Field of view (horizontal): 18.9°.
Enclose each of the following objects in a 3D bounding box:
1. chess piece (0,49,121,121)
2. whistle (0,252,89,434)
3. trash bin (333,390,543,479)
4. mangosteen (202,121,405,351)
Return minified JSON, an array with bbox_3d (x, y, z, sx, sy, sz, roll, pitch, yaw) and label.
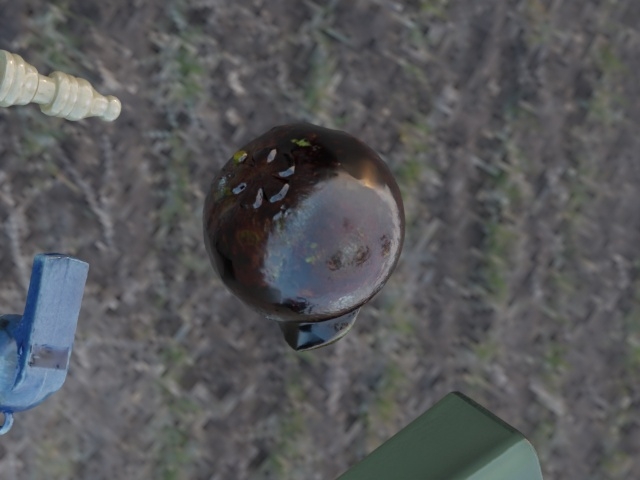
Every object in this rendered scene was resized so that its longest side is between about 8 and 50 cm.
[{"bbox_3d":[-0.170,-0.094,1.240,0.092,0.035,0.035,15,106,-35],"label":"chess piece"},{"bbox_3d":[-0.250,0.083,1.590,0.090,0.090,0.157,11,90,-49],"label":"whistle"},{"bbox_3d":[0.083,0.362,2.190,0.343,0.158,0.223,-31,126,-19],"label":"trash bin"},{"bbox_3d":[-0.007,-0.001,1.529,0.172,0.172,0.184,-37,127,-22],"label":"mangosteen"}]
